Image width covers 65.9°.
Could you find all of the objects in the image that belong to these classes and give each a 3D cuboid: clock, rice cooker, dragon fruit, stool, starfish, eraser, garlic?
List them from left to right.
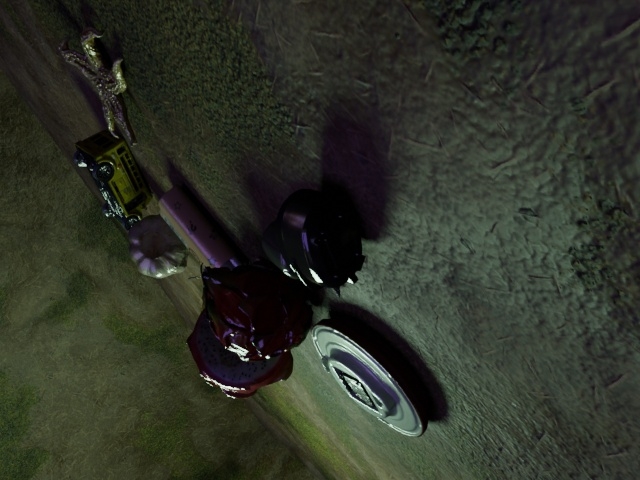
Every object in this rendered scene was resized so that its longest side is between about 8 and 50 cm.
[{"bbox_3d":[-0.511,-0.371,1.192,0.299,0.060,0.303,26,141,33],"label":"starfish"},{"bbox_3d":[-0.516,0.017,1.656,0.219,0.218,0.212,50,-174,0],"label":"garlic"},{"bbox_3d":[-0.328,-0.002,1.375,0.291,0.087,0.171,50,158,4],"label":"eraser"},{"bbox_3d":[-0.201,0.282,1.329,0.290,0.290,0.189,40,163,23],"label":"dragon fruit"},{"bbox_3d":[-0.160,0.148,1.105,0.292,0.234,0.234,30,154,2],"label":"dragon fruit"},{"bbox_3d":[-0.050,0.011,0.887,0.110,0.096,0.096,30,149,50],"label":"stool"},{"bbox_3d":[0.000,0.000,0.755,0.106,0.112,0.165,11,136,47],"label":"rice cooker"},{"bbox_3d":[0.096,0.297,1.058,0.318,0.080,0.319,41,155,24],"label":"clock"}]

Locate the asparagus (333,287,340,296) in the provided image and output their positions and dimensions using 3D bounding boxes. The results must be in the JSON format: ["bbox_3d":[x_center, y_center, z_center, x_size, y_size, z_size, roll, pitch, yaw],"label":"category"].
[{"bbox_3d":[0.008,0.059,0.945,0.114,0.015,0.014,55,154,-9],"label":"asparagus"}]

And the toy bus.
[{"bbox_3d":[-0.659,-0.185,1.617,0.145,0.151,0.331,29,147,29],"label":"toy bus"}]

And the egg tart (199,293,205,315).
[{"bbox_3d":[-0.302,0.291,1.613,0.290,0.115,0.290,53,-175,-6],"label":"egg tart"}]

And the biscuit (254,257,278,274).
[{"bbox_3d":[-0.125,0.091,1.230,0.120,0.015,0.120,40,154,25],"label":"biscuit"}]
